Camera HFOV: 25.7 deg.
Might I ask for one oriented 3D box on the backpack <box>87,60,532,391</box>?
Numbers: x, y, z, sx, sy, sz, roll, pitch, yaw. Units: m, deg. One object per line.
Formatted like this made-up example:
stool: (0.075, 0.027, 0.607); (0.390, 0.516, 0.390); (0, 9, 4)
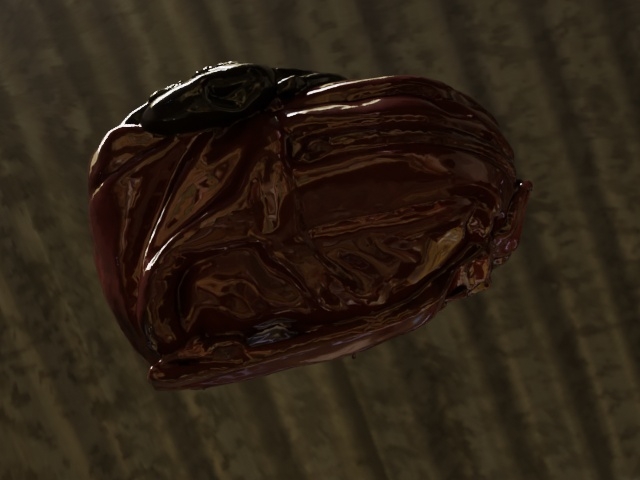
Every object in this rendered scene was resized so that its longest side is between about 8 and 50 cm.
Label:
backpack: (0.000, -0.002, 0.698); (0.229, 0.229, 0.139); (-11, -111, -13)
